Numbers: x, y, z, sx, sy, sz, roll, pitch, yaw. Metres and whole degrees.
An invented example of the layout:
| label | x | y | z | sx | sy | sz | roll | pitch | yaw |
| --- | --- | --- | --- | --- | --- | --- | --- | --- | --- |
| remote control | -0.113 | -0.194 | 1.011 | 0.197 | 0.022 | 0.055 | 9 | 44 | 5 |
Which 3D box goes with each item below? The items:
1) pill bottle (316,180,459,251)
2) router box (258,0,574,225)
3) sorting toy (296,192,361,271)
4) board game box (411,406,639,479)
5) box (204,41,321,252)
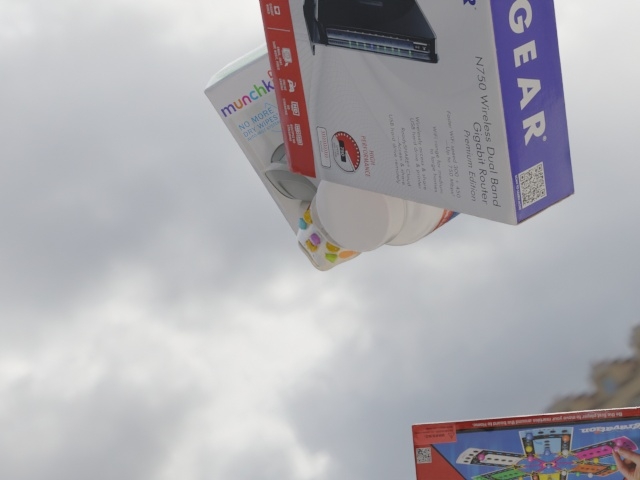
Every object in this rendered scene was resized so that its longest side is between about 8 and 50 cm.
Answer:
| label | x | y | z | sx | sy | sz | roll | pitch | yaw |
| --- | --- | --- | --- | --- | --- | --- | --- | --- | --- |
| pill bottle | 0.094 | -0.067 | 1.912 | 0.221 | 0.124 | 0.124 | -32 | -16 | -47 |
| router box | 0.071 | -0.204 | 1.629 | 0.082 | 0.301 | 0.335 | -27 | -63 | -36 |
| sorting toy | 0.000 | 0.000 | 2.038 | 0.045 | 0.083 | 0.075 | -32 | -12 | -33 |
| board game box | 0.244 | 0.259 | 1.982 | 0.281 | 0.145 | 0.027 | -5 | -3 | 7 |
| box | 0.044 | -0.155 | 2.106 | 0.262 | 0.231 | 0.127 | -27 | 13 | 21 |
